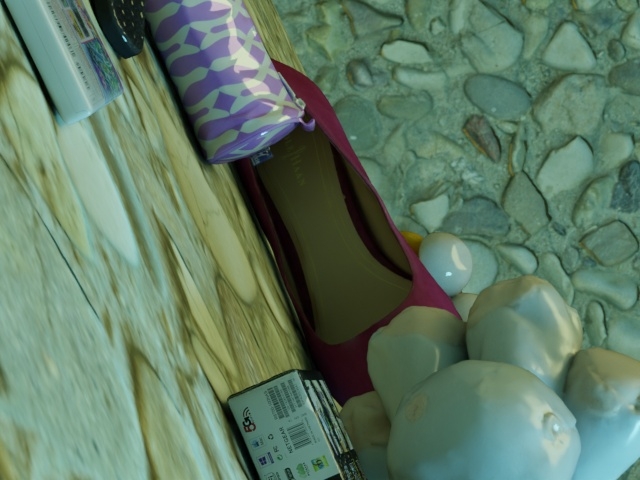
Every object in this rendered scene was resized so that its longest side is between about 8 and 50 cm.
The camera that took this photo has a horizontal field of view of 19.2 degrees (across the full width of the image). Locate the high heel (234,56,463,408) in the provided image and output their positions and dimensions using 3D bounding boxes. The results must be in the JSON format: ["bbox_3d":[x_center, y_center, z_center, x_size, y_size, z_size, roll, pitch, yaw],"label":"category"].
[{"bbox_3d":[0.000,0.000,1.511,0.181,0.127,0.377,51,8,-40],"label":"high heel"}]

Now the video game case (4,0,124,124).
[{"bbox_3d":[-0.147,-0.138,0.964,0.143,0.019,0.157,-88,153,-81],"label":"video game case"}]

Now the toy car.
[{"bbox_3d":[0.101,0.084,2.145,0.136,0.159,0.182,-26,93,-51],"label":"toy car"}]

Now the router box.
[{"bbox_3d":[0.009,0.161,1.062,0.133,0.046,0.179,37,30,-82],"label":"router box"}]

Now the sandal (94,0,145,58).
[{"bbox_3d":[-0.142,-0.189,1.248,0.067,0.040,0.179,54,26,-44],"label":"sandal"}]

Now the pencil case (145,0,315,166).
[{"bbox_3d":[-0.082,-0.156,1.415,0.086,0.088,0.206,-12,77,-88],"label":"pencil case"}]

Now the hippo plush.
[{"bbox_3d":[0.082,0.168,1.267,0.236,0.234,0.294,-2,110,-67],"label":"hippo plush"}]
